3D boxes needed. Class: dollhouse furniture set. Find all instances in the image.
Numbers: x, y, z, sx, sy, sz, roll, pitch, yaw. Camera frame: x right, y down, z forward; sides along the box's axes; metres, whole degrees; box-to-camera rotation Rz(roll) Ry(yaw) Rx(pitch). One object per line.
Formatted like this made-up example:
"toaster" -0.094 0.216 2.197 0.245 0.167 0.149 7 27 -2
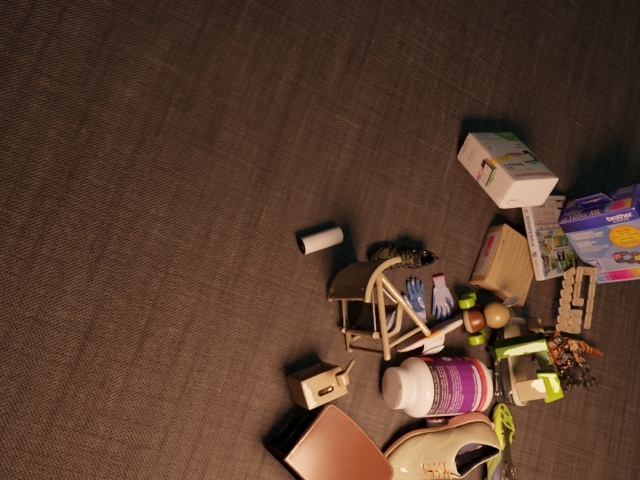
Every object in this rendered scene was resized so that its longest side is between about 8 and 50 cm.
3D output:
"dollhouse furniture set" 0.674 0.386 1.745 0.151 0.301 0.197 -17 91 20

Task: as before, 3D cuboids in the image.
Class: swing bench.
"swing bench" 0.149 0.192 1.573 0.165 0.253 0.254 -25 94 -24

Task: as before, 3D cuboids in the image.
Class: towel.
"towel" 0.931 0.270 2.028 0.119 0.029 0.067 16 80 -20

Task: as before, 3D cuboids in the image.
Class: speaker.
"speaker" 0.000 0.000 1.638 0.136 0.055 0.055 -18 92 -24

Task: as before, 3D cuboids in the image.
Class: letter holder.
"letter holder" 0.034 0.625 1.533 0.214 0.152 0.302 -46 102 -23

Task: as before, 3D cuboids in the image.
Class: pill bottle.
"pill bottle" 0.363 0.457 1.676 0.323 0.181 0.181 5 82 -23

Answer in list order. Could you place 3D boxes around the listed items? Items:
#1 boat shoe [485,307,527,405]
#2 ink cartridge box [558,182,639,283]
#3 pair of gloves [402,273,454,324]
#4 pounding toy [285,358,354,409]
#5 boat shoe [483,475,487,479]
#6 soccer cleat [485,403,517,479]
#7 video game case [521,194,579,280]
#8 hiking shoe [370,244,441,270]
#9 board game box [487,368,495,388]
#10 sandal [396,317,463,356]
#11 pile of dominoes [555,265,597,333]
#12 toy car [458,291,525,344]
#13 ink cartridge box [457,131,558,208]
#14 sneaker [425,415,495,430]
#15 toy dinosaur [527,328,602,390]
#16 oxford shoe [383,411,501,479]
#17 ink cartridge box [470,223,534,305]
"boat shoe" 0.625 0.393 1.834 0.127 0.113 0.340 17 63 -46
"ink cartridge box" 1.069 -0.038 1.956 0.395 0.270 0.151 51 51 -19
"pair of gloves" 0.361 0.198 1.792 0.198 0.023 0.159 -7 85 -25
"pounding toy" 0.028 0.411 1.521 0.181 0.206 0.094 -16 91 -25
"boat shoe" 0.554 0.917 1.753 0.116 0.097 0.324 40 71 -15
"soccer cleat" 0.590 0.690 1.797 0.093 0.121 0.289 29 53 -27
"video game case" 0.846 -0.018 1.958 0.329 0.036 0.300 -4 83 -44
"hiking shoe" 0.271 0.050 1.718 0.227 0.114 0.086 -3 85 -24
"board game box" 0.560 0.488 1.846 0.090 0.020 0.090 11 80 -22
"sandal" 0.373 0.327 1.739 0.265 0.102 0.076 -19 89 -26
"pile of dominoes" 0.937 0.217 1.982 0.196 0.040 0.251 7 90 -30
"toy car" 0.572 0.243 1.770 0.149 0.188 0.155 -20 95 -69
"ink cartridge box" 0.637 -0.247 1.832 0.201 0.117 0.278 -6 47 -24
"sneaker" 0.455 0.626 1.750 0.252 0.103 0.111 5 86 -17
"toy dinosaur" 0.904 0.427 1.943 0.322 0.164 0.218 -7 70 -3
"oxford shoe" 0.345 0.651 1.604 0.397 0.146 0.140 -29 107 4
"ink cartridge box" 0.658 0.089 1.896 0.193 0.088 0.234 31 72 -18
